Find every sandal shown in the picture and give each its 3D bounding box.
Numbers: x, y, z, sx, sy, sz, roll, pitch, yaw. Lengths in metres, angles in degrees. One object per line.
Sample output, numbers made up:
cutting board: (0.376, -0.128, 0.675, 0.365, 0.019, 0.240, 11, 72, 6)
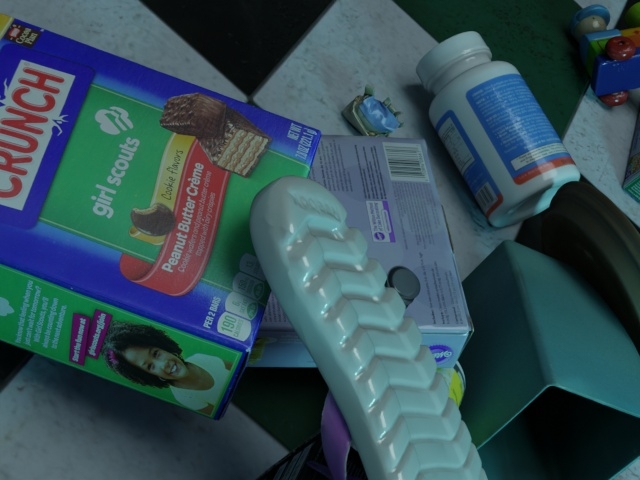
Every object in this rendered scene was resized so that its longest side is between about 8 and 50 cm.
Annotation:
sandal: (0.038, 0.149, 1.074, 0.169, 0.102, 0.416, -14, 80, -63)

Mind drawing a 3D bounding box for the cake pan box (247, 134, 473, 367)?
cake pan box: (0.000, 0.000, 1.298, 0.245, 0.070, 0.267, 2, 49, -15)

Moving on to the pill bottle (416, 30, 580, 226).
pill bottle: (0.207, -0.138, 1.618, 0.124, 0.124, 0.221, -12, 68, -45)

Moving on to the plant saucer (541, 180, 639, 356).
plant saucer: (0.321, 0.067, 1.488, 0.041, 0.278, 0.278, -25, 74, -10)

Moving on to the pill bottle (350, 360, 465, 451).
pill bottle: (0.066, 0.180, 1.262, 0.103, 0.103, 0.184, 40, 41, -8)

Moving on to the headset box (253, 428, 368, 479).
headset box: (0.036, 0.343, 1.088, 0.283, 0.131, 0.246, 39, 41, -9)

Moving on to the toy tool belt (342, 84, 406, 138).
toy tool belt: (0.071, -0.140, 1.558, 0.083, 0.051, 0.052, 43, 41, -6)

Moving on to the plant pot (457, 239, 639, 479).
plant pot: (0.225, 0.127, 1.403, 0.165, 0.165, 0.234, 22, 39, -26)

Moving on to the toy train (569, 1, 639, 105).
toy train: (0.493, -0.293, 1.941, 0.248, 0.105, 0.143, -12, 48, -8)

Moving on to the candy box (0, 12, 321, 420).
candy box: (-0.186, -0.029, 1.137, 0.317, 0.122, 0.268, 19, 47, -3)

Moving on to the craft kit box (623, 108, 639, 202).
craft kit box: (0.556, -0.084, 1.931, 0.250, 0.061, 0.247, 37, 39, -12)
